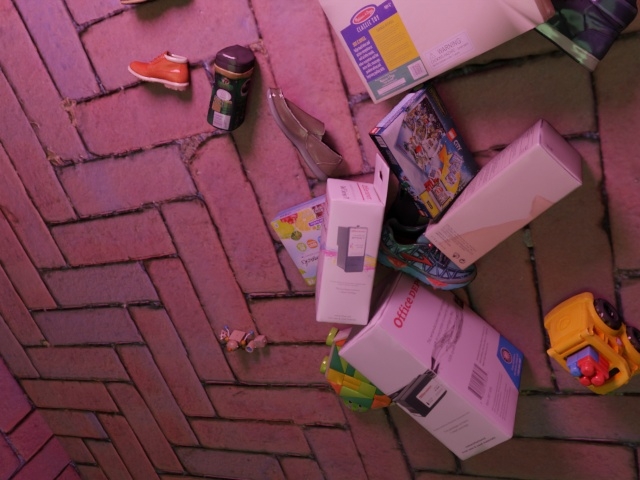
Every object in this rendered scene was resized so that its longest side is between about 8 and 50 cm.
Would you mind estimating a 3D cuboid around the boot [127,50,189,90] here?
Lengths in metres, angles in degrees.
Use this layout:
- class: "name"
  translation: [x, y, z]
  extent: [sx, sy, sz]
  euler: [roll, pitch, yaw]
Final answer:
- class: "boot"
  translation: [-0.393, -0.425, 1.408]
  extent: [0.158, 0.059, 0.084]
  euler: [15, 122, 6]

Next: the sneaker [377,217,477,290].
- class: "sneaker"
  translation: [0.247, 0.028, 1.344]
  extent: [0.262, 0.104, 0.125]
  euler: [18, 134, 1]

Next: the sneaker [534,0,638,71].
- class: "sneaker"
  translation: [0.439, -0.428, 1.010]
  extent: [0.226, 0.086, 0.163]
  euler: [39, 119, 8]

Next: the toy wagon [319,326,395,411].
- class: "toy wagon"
  translation: [0.129, 0.397, 1.673]
  extent: [0.267, 0.068, 0.344]
  euler: [20, 126, 12]

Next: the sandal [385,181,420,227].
- class: "sandal"
  translation: [0.215, -0.117, 1.320]
  extent: [0.097, 0.054, 0.254]
  euler: [20, 126, 12]

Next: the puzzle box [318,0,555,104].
- class: "puzzle box"
  translation: [0.179, -0.436, 1.044]
  extent: [0.409, 0.052, 0.272]
  euler: [-12, 113, 53]

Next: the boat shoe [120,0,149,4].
- class: "boat shoe"
  translation: [-0.377, -0.575, 1.303]
  extent: [0.178, 0.064, 0.060]
  euler: [-8, 111, 21]

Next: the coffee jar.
- class: "coffee jar"
  translation: [-0.208, -0.354, 1.339]
  extent: [0.079, 0.096, 0.184]
  euler: [23, 126, 7]

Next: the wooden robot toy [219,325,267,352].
- class: "wooden robot toy"
  translation: [-0.256, 0.325, 1.797]
  extent: [0.173, 0.079, 0.076]
  euler: [7, 122, 21]

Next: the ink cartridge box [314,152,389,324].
- class: "ink cartridge box"
  translation: [0.063, -0.014, 1.303]
  extent: [0.119, 0.207, 0.353]
  euler: [6, 108, -4]

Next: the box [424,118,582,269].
- class: "box"
  translation: [0.377, -0.091, 1.207]
  extent: [0.121, 0.148, 0.311]
  euler: [42, 129, -6]

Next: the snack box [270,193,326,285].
- class: "snack box"
  translation: [0.000, 0.000, 1.483]
  extent: [0.175, 0.070, 0.207]
  euler: [-20, 112, 31]

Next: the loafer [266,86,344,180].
- class: "loafer"
  translation: [-0.033, -0.257, 1.337]
  extent: [0.087, 0.094, 0.251]
  euler: [-33, 114, 11]

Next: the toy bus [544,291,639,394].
- class: "toy bus"
  translation: [0.614, 0.259, 1.277]
  extent: [0.220, 0.211, 0.149]
  euler: [40, 126, -5]

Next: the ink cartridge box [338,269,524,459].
- class: "ink cartridge box"
  translation: [0.276, 0.273, 1.391]
  extent: [0.395, 0.285, 0.166]
  euler: [41, 128, -3]

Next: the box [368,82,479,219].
- class: "box"
  translation: [0.218, -0.180, 1.187]
  extent: [0.233, 0.159, 0.044]
  euler: [52, 163, -29]
